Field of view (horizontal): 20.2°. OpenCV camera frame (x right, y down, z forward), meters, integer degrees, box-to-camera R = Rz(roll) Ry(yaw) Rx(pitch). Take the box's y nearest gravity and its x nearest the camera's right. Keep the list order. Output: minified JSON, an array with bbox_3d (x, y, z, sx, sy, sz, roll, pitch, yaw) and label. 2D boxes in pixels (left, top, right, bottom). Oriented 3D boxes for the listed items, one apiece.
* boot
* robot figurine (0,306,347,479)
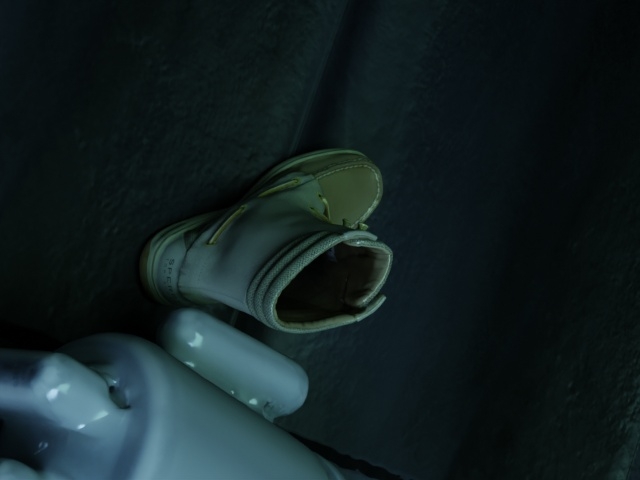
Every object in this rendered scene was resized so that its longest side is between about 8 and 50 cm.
[{"bbox_3d":[0.000,0.000,1.267,0.213,0.165,0.077,-27,114,-34],"label":"boot"},{"bbox_3d":[-0.101,0.193,1.185,0.353,0.200,0.300,39,68,-37],"label":"robot figurine"}]
